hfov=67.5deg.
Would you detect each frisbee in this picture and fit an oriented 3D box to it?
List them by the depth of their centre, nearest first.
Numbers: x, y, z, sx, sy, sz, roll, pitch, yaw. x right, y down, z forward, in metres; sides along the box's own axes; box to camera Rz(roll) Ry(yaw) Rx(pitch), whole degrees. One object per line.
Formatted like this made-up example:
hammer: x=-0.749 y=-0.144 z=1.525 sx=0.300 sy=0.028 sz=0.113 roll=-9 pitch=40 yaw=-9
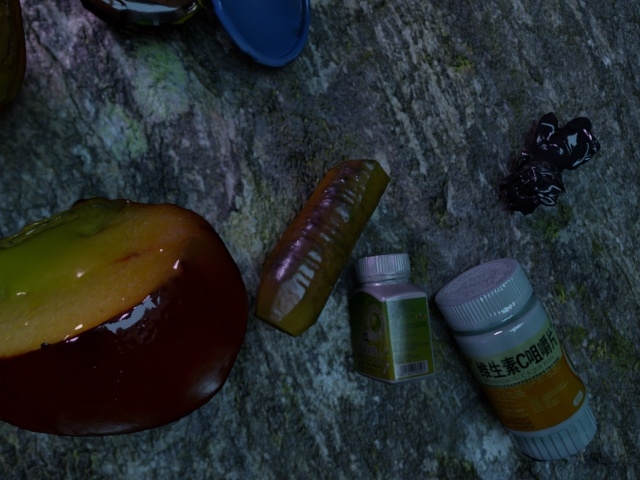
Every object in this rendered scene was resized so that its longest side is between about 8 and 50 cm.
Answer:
frisbee: x=-0.097 y=-0.389 z=0.734 sx=0.242 sy=0.045 sz=0.243 roll=1 pitch=89 yaw=-55

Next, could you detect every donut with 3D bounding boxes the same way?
donut: x=-0.256 y=-0.398 z=0.686 sx=0.230 sy=0.096 sz=0.216 roll=-29 pitch=98 yaw=-23

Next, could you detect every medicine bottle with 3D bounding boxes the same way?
medicine bottle: x=0.106 y=0.118 z=0.756 sx=0.088 sy=0.132 sz=0.189 roll=-4 pitch=84 yaw=-21
medicine bottle: x=0.340 y=0.205 z=0.828 sx=0.158 sy=0.158 sz=0.318 roll=-32 pitch=97 yaw=-22

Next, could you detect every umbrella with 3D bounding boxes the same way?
umbrella: x=0.460 y=-0.165 z=0.949 sx=0.272 sy=0.122 sz=0.110 roll=-44 pitch=144 yaw=-24

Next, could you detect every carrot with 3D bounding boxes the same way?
carrot: x=0.000 y=0.000 z=0.737 sx=0.114 sy=0.114 sz=0.302 roll=35 pitch=70 yaw=-15

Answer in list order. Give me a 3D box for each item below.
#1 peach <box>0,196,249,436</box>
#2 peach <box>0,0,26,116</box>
peach: x=-0.261 y=0.076 z=0.546 sx=0.337 sy=0.281 sz=0.282 roll=19 pitch=78 yaw=-19
peach: x=-0.501 y=-0.237 z=0.459 sx=0.371 sy=0.290 sz=0.373 roll=-1 pitch=112 yaw=-3
